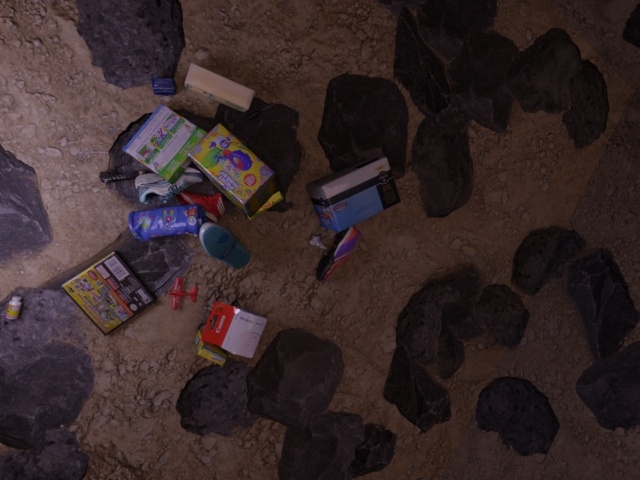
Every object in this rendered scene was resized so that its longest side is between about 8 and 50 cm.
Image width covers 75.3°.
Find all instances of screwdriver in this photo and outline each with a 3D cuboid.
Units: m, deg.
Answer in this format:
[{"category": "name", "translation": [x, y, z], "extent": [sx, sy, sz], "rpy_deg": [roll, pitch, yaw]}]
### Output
[{"category": "screwdriver", "translation": [-0.253, -0.589, 1.856], "extent": [0.170, 0.024, 0.025], "rpy_deg": [-38, 80, -18]}]

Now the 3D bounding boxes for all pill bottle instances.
[{"category": "pill bottle", "translation": [-1.198, 0.263, 1.624], "extent": [0.043, 0.043, 0.083], "rpy_deg": [15, 92, -21]}]

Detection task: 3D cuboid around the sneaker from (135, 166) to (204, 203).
[{"category": "sneaker", "translation": [-0.609, -0.214, 1.697], "extent": [0.283, 0.110, 0.122], "rpy_deg": [-12, 70, 2]}]

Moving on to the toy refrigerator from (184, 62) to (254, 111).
[{"category": "toy refrigerator", "translation": [-0.425, -0.631, 1.741], "extent": [0.270, 0.102, 0.094], "rpy_deg": [19, 92, -22]}]

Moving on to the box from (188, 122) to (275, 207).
[{"category": "box", "translation": [-0.343, -0.270, 1.683], "extent": [0.290, 0.279, 0.177], "rpy_deg": [42, 82, 1]}]

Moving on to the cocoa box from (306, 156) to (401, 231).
[{"category": "cocoa box", "translation": [0.152, -0.218, 1.942], "extent": [0.347, 0.231, 0.228], "rpy_deg": [-26, 106, -15]}]

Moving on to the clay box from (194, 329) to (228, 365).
[{"category": "clay box", "translation": [-0.481, 0.474, 1.821], "extent": [0.127, 0.222, 0.053], "rpy_deg": [33, 86, -21]}]

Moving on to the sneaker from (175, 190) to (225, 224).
[{"category": "sneaker", "translation": [-0.514, -0.175, 1.805], "extent": [0.221, 0.087, 0.128], "rpy_deg": [41, 62, -15]}]

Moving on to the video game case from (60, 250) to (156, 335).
[{"category": "video game case", "translation": [-0.881, 0.221, 1.739], "extent": [0.248, 0.035, 0.274], "rpy_deg": [-36, 109, -12]}]

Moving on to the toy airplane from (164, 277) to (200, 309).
[{"category": "toy airplane", "translation": [-0.612, 0.235, 1.842], "extent": [0.151, 0.028, 0.151], "rpy_deg": [-4, 101, -19]}]

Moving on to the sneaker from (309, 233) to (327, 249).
[{"category": "sneaker", "translation": [0.000, 0.000, 2.023], "extent": [0.098, 0.038, 0.069], "rpy_deg": [22, 91, -22]}]

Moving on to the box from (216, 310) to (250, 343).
[{"category": "box", "translation": [-0.385, 0.391, 1.879], "extent": [0.158, 0.156, 0.093], "rpy_deg": [-2, 100, -20]}]

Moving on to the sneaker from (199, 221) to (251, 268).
[{"category": "sneaker", "translation": [-0.441, -0.012, 1.750], "extent": [0.127, 0.208, 0.319], "rpy_deg": [-43, 146, -8]}]

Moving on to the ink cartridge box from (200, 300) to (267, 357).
[{"category": "ink cartridge box", "translation": [-0.367, 0.383, 1.772], "extent": [0.232, 0.066, 0.189], "rpy_deg": [21, 92, -26]}]

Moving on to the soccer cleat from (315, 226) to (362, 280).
[{"category": "soccer cleat", "translation": [0.093, 0.072, 2.036], "extent": [0.116, 0.109, 0.318], "rpy_deg": [33, 84, -25]}]

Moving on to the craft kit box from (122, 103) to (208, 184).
[{"category": "craft kit box", "translation": [-0.614, -0.389, 1.661], "extent": [0.247, 0.061, 0.250], "rpy_deg": [34, 81, 15]}]

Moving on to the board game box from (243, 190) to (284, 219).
[{"category": "board game box", "translation": [-0.262, -0.162, 1.875], "extent": [0.181, 0.092, 0.043], "rpy_deg": [-34, 109, -12]}]

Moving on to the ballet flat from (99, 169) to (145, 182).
[{"category": "ballet flat", "translation": [-0.802, -0.268, 1.682], "extent": [0.173, 0.057, 0.049], "rpy_deg": [-12, 97, -18]}]

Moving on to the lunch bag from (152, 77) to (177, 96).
[{"category": "lunch bag", "translation": [-0.630, -0.620, 1.686], "extent": [0.098, 0.067, 0.065], "rpy_deg": [-5, 100, -20]}]

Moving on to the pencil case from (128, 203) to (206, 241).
[{"category": "pencil case", "translation": [-0.620, -0.070, 1.698], "extent": [0.306, 0.119, 0.133], "rpy_deg": [-6, 78, 1]}]
